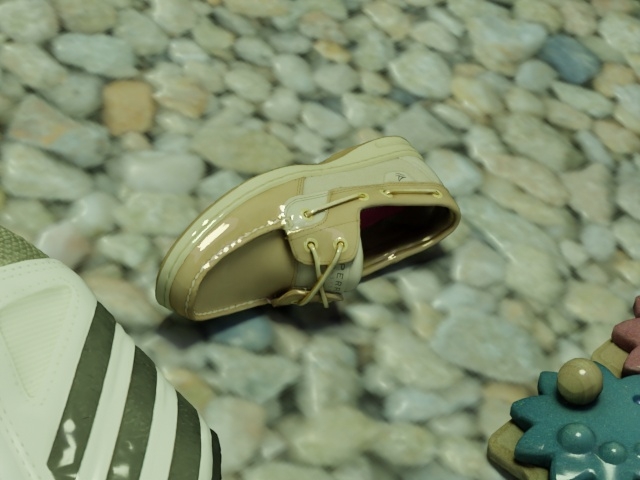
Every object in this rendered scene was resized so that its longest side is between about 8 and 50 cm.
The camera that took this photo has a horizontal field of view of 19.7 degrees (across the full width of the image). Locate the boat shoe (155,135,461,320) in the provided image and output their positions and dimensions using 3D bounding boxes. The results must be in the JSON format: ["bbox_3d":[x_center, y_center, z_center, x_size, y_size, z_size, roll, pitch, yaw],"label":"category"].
[{"bbox_3d":[0.000,0.000,0.874,0.170,0.063,0.059,-27,55,-35],"label":"boat shoe"}]

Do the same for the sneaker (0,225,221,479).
[{"bbox_3d":[-0.188,0.167,0.592,0.257,0.169,0.447,37,55,7],"label":"sneaker"}]

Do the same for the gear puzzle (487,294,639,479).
[{"bbox_3d":[0.243,0.127,0.794,0.339,0.044,0.175,33,49,31],"label":"gear puzzle"}]
